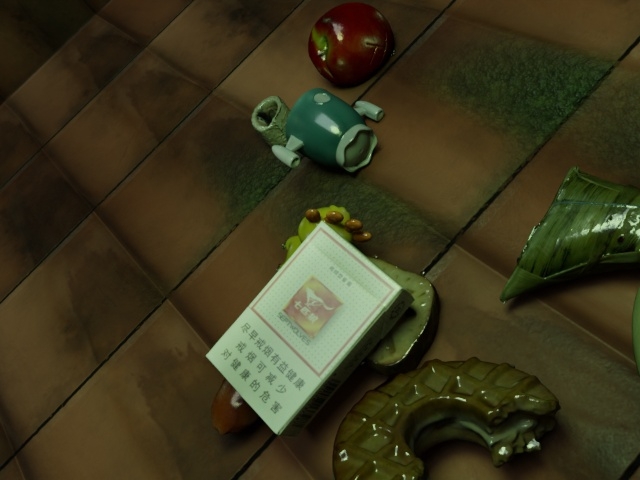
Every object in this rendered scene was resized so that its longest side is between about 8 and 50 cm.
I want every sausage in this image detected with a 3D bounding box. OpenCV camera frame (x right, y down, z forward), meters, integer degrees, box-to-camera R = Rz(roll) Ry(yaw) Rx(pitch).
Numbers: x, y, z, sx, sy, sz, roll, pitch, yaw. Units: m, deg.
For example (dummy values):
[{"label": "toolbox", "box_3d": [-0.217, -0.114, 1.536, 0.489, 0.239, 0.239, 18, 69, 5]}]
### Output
[{"label": "sausage", "box_3d": [-0.102, 0.225, 1.316, 0.097, 0.094, 0.348, 21, 74, 40]}]

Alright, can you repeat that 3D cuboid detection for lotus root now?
[{"label": "lotus root", "box_3d": [0.141, 0.130, 1.261, 0.170, 0.074, 0.260, -12, 52, 23]}]

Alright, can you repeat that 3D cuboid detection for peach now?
[{"label": "peach", "box_3d": [0.085, -0.500, 1.705, 0.190, 0.226, 0.196, -33, 77, 50]}]

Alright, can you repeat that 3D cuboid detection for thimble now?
[{"label": "thimble", "box_3d": [-0.119, -0.305, 1.711, 0.102, 0.090, 0.115, -29, 47, 10]}]

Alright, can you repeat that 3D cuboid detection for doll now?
[{"label": "doll", "box_3d": [0.000, 0.000, 1.353, 0.221, 0.143, 0.135, -38, 32, 50]}]

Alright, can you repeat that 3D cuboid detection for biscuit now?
[{"label": "biscuit", "box_3d": [0.170, 0.301, 1.020, 0.366, 0.115, 0.268, -30, 30, -31]}]

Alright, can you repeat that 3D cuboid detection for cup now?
[{"label": "cup", "box_3d": [0.033, -0.243, 1.534, 0.300, 0.167, 0.173, -33, 51, -28]}]

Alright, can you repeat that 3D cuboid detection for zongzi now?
[{"label": "zongzi", "box_3d": [0.462, 0.031, 1.105, 0.251, 0.125, 0.274, 26, 76, 47]}]

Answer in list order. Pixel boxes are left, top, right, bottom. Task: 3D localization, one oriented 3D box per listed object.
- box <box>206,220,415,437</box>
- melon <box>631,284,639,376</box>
[{"label": "box", "box_3d": [-0.020, 0.157, 1.192, 0.210, 0.095, 0.330, 40, 91, 28]}, {"label": "melon", "box_3d": [0.559, 0.125, 0.894, 0.272, 0.272, 0.307, -16, 57, 21]}]
